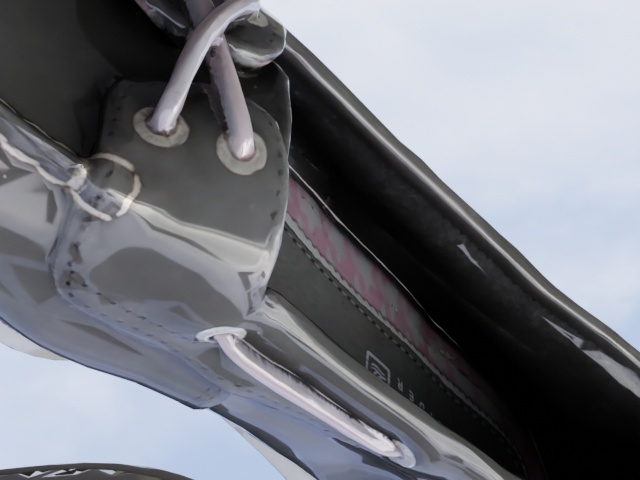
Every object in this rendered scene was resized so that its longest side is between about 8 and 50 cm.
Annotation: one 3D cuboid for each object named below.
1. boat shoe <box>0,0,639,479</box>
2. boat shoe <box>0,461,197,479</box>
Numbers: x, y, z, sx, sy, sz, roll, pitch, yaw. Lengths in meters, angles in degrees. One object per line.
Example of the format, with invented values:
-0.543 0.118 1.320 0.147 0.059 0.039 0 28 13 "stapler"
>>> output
0.000 0.000 0.469 0.095 0.335 0.112 -21 -135 27 "boat shoe"
-0.102 0.113 0.607 0.206 0.065 0.075 0 -160 25 "boat shoe"
